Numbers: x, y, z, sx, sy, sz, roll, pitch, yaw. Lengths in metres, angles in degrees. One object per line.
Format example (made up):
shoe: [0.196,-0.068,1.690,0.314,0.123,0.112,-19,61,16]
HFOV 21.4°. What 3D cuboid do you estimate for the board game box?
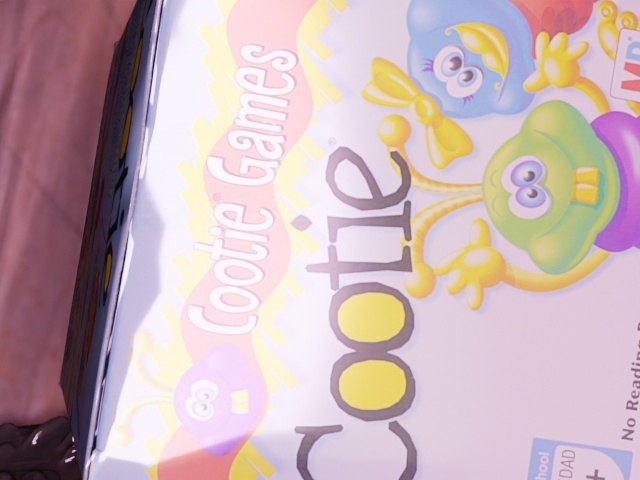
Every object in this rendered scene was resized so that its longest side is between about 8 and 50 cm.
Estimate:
board game box: [0.000,0.000,0.538,0.142,0.275,0.144,9,89,-10]

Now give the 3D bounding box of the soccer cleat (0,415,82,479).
soccer cleat: [-0.019,0.144,0.628,0.318,0.108,0.116,4,133,1]
